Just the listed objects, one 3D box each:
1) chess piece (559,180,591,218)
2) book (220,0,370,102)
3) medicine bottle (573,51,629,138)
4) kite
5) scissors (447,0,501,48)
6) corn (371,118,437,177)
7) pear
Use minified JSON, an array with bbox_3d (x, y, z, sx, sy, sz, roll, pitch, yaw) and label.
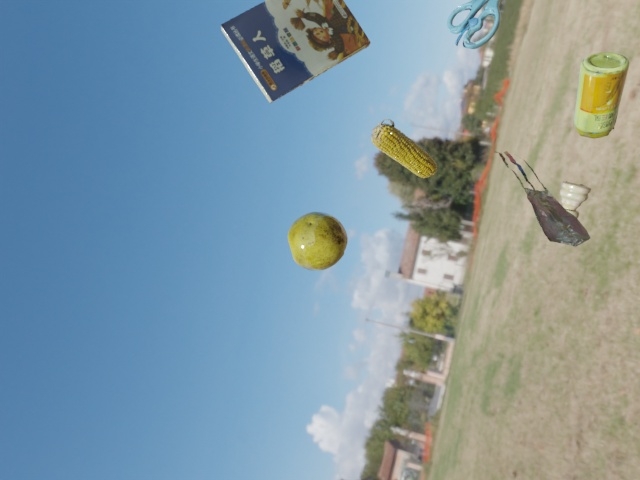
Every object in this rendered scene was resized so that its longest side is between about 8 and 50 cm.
[{"bbox_3d":[0.825,-0.103,1.829,0.094,0.094,0.170,-37,-42,-69],"label":"chess piece"},{"bbox_3d":[-0.077,-0.685,1.853,0.428,0.300,0.039,-35,2,-16],"label":"book"},{"bbox_3d":[0.797,-0.406,1.584,0.239,0.124,0.124,73,-149,-43],"label":"medicine bottle"},{"bbox_3d":[0.609,-0.127,1.545,0.204,0.360,0.022,-4,-37,-36],"label":"kite"},{"bbox_3d":[0.559,-0.788,1.761,0.393,0.180,0.032,-51,-32,10],"label":"scissors"},{"bbox_3d":[0.300,-0.320,1.973,0.106,0.293,0.106,-40,33,33],"label":"corn"},{"bbox_3d":[0.000,0.000,1.785,0.197,0.197,0.197,13,-90,-76],"label":"pear"}]
